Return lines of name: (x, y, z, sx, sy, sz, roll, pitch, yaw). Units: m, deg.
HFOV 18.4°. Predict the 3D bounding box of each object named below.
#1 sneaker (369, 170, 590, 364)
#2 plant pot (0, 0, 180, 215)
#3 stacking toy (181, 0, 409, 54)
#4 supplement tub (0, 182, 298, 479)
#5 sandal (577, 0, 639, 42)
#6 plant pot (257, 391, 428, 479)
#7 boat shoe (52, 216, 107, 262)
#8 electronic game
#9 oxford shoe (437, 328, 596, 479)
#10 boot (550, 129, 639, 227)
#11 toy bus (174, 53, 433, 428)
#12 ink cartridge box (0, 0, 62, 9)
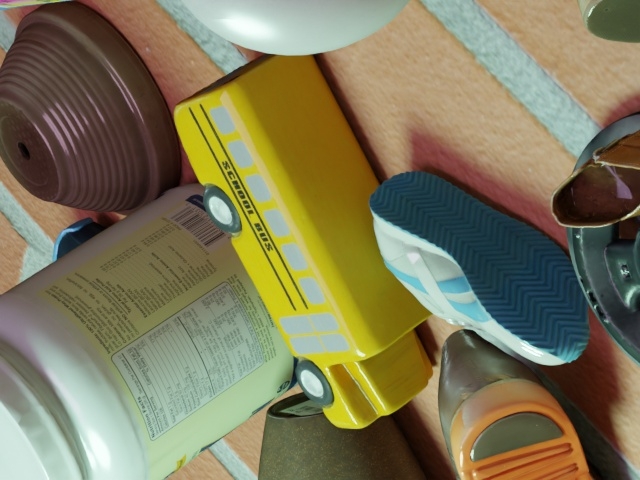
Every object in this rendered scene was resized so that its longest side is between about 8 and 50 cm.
sneaker: (0.134, 0.033, 1.604, 0.228, 0.087, 0.092, 41, 156, 37)
plant pot: (-0.258, -0.114, 1.997, 0.237, 0.109, 0.237, 36, 146, 30)
stacking toy: (0.113, -0.239, 0.954, 0.350, 0.480, 0.351, 36, 144, 31)
supplement tub: (-0.187, 0.114, 1.899, 0.235, 0.325, 0.235, 37, 145, 31)
sandal: (0.250, -0.159, 1.145, 0.088, 0.240, 0.079, -50, 45, 52)
plant pot: (0.023, 0.262, 1.890, 0.215, 0.215, 0.230, 2, 107, 55)
boat shoe: (-0.244, 0.101, 2.196, 0.089, 0.109, 0.258, 27, 142, 35)
electronic game: (0.267, 0.014, 1.414, 0.229, 0.048, 0.229, 29, 133, 38)
oxford shoe: (0.184, 0.221, 1.697, 0.133, 0.130, 0.364, -115, 5, -50)
boot: (0.249, -0.062, 1.239, 0.197, 0.152, 0.073, -37, 76, 44)
toy bus: (0.000, 0.000, 1.735, 0.130, 0.108, 0.333, -13, 108, 57)
ink cartridge box: (-0.058, -0.305, 1.264, 0.151, 0.395, 0.270, -16, -79, -79)
